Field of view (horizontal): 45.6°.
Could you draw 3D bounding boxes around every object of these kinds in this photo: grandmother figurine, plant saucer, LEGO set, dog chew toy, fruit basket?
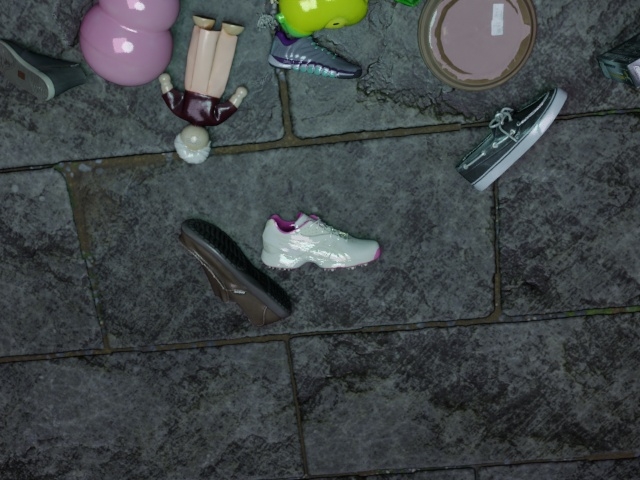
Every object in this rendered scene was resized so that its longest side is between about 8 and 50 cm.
[{"bbox_3d":[-0.282,-0.348,1.797,0.207,0.104,0.343,14,108,5],"label":"grandmother figurine"},{"bbox_3d":[0.363,-0.481,1.757,0.277,0.041,0.278,1,110,1],"label":"plant saucer"},{"bbox_3d":[-0.125,-0.521,1.763,0.054,0.023,0.083,7,111,-1],"label":"LEGO set"},{"bbox_3d":[-0.400,-0.507,1.662,0.206,0.207,0.332,24,121,-7],"label":"dog chew toy"},{"bbox_3d":[0.093,-0.550,1.563,0.282,0.392,0.392,25,110,-8],"label":"fruit basket"}]

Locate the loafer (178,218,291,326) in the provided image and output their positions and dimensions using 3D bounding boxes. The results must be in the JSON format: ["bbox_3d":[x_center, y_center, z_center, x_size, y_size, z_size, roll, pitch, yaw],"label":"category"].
[{"bbox_3d":[-0.237,0.099,1.944,0.130,0.134,0.366,-41,105,15],"label":"loafer"}]

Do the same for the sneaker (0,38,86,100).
[{"bbox_3d":[-0.666,-0.410,1.802,0.222,0.118,0.083,38,131,17],"label":"sneaker"}]

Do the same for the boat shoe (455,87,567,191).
[{"bbox_3d":[0.444,-0.256,1.805,0.105,0.113,0.306,39,123,-6],"label":"boat shoe"}]

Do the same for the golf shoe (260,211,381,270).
[{"bbox_3d":[0.000,0.000,1.915,0.306,0.115,0.140,-1,108,1],"label":"golf shoe"}]

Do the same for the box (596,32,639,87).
[{"bbox_3d":[0.730,-0.415,1.669,0.183,0.231,0.056,-28,104,11],"label":"box"}]

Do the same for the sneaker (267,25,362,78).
[{"bbox_3d":[-0.009,-0.434,1.765,0.223,0.083,0.098,9,106,-1],"label":"sneaker"}]
